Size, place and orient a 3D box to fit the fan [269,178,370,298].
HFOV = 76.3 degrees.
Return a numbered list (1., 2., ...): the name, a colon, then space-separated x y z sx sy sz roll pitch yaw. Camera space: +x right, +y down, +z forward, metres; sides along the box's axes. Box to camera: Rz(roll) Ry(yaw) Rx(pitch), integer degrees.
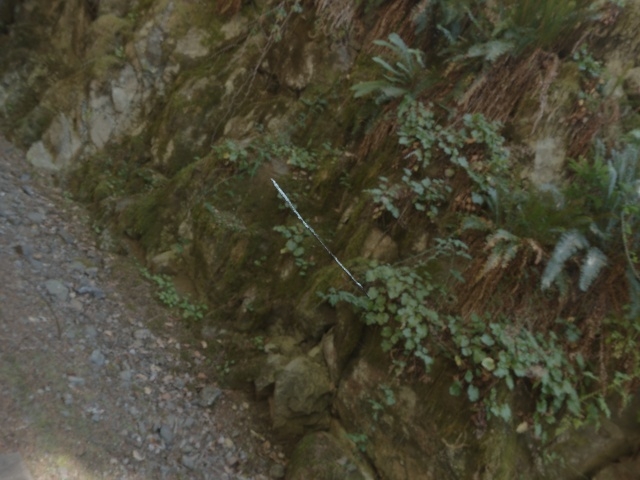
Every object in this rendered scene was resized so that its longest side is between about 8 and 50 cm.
1. fan: 0.000 0.000 0.337 0.133 0.005 0.085 50 0 -25
